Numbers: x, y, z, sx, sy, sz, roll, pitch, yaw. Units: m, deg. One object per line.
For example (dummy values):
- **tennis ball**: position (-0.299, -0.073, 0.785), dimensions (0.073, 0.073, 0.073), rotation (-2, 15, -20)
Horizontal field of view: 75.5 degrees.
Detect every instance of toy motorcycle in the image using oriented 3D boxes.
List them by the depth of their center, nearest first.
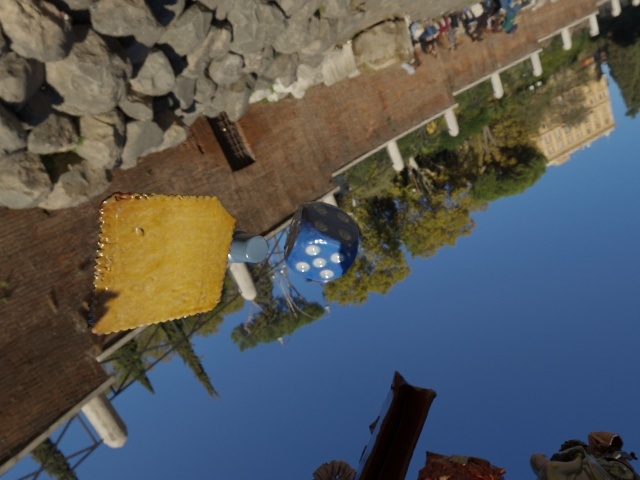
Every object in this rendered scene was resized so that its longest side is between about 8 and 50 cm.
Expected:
- **toy motorcycle**: position (0.380, 0.369, 0.594), dimensions (0.152, 0.073, 0.225), rotation (18, -157, 29)
- **toy motorcycle**: position (0.510, 0.414, 0.694), dimensions (0.084, 0.118, 0.212), rotation (16, -159, -29)

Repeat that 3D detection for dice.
- **dice**: position (0.000, 0.000, 0.977), dimensions (0.146, 0.146, 0.143), rotation (-92, -154, -48)

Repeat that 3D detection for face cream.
- **face cream**: position (-0.272, 0.011, 1.147), dimensions (0.385, 0.135, 0.086), rotation (5, -136, 51)

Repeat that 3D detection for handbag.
- **handbag**: position (0.118, 0.406, 0.781), dimensions (0.084, 0.275, 0.260), rotation (22, -120, 13)

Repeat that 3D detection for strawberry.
- **strawberry**: position (0.417, 0.807, 1.195), dimensions (0.292, 0.292, 0.343), rotation (-15, -136, 30)

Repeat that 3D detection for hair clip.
- **hair clip**: position (-0.016, 0.789, 1.262), dimensions (0.300, 0.069, 0.173), rotation (-26, -137, 4)

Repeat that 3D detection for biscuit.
- **biscuit**: position (-0.243, 0.034, 0.670), dimensions (0.013, 0.232, 0.237), rotation (27, -159, 35)
